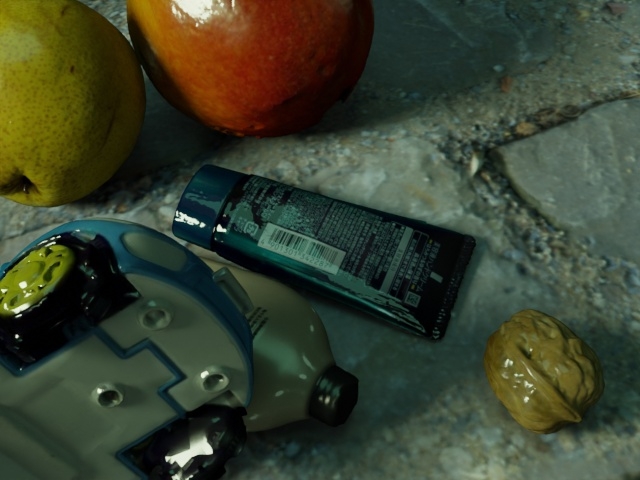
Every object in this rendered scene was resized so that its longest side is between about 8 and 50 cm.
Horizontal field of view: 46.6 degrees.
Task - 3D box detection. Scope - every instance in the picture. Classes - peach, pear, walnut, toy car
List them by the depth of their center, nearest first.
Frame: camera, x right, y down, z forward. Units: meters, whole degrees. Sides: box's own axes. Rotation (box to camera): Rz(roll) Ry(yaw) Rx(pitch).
[{"bbox_3d":[-0.193,0.096,0.507,0.314,0.198,0.166,-32,38,3],"label":"toy car"},{"bbox_3d":[0.170,0.101,0.570,0.079,0.082,0.096,-42,45,11],"label":"walnut"},{"bbox_3d":[-0.279,-0.133,0.735,0.209,0.208,0.208,-3,49,3],"label":"pear"},{"bbox_3d":[-0.076,-0.234,0.785,0.281,0.280,0.238,17,9,19],"label":"peach"}]

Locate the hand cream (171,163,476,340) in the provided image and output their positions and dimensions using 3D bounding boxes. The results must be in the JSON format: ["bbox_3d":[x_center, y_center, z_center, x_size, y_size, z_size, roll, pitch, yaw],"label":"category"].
[{"bbox_3d":[0.000,0.000,0.691,0.271,0.061,0.120,17,54,13],"label":"hand cream"}]

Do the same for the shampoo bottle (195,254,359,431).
[{"bbox_3d":[-0.085,0.078,0.610,0.257,0.078,0.127,23,65,25],"label":"shampoo bottle"}]
